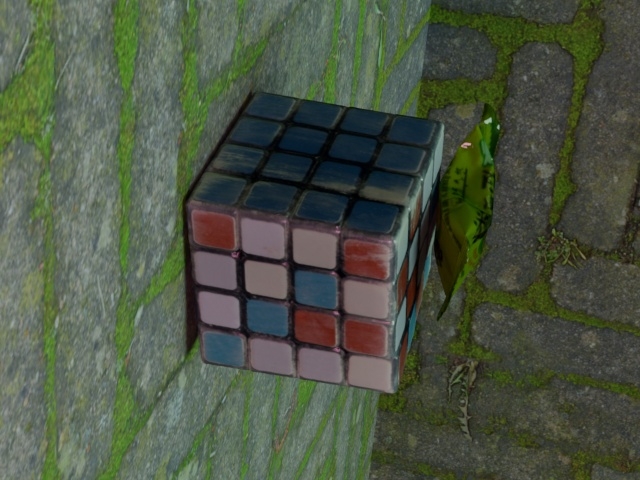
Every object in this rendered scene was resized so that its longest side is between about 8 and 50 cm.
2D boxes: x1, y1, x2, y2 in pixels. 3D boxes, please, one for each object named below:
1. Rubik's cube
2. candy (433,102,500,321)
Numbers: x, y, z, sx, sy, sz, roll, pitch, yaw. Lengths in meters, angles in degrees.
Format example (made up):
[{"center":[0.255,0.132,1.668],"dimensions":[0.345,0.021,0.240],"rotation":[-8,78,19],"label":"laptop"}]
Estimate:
[{"center":[0.000,0.000,1.651],"dimensions":[0.256,0.259,0.253],"rotation":[-66,163,-49],"label":"Rubik's cube"},{"center":[0.177,-0.037,1.677],"dimensions":[0.149,0.069,0.246],"rotation":[93,6,-56],"label":"candy"}]
